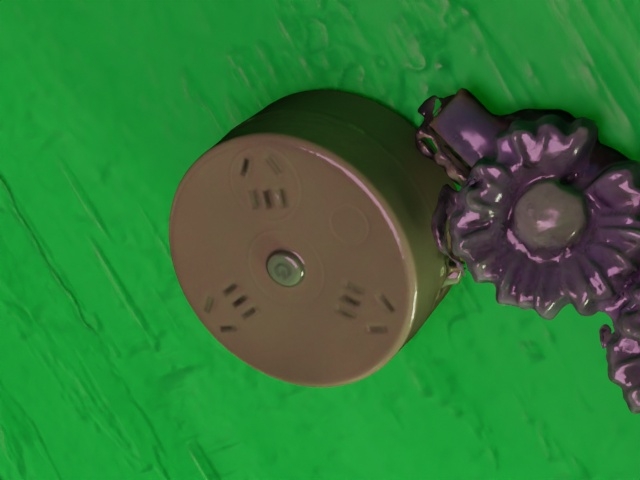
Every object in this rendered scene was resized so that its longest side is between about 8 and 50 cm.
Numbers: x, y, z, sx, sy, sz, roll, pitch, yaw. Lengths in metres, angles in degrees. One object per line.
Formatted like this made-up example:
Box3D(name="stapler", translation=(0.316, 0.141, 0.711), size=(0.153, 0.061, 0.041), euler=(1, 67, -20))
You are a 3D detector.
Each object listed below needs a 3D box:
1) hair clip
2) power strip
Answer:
Box3D(name="hair clip", translation=(0.160, 0.024, 0.766), size=(0.292, 0.084, 0.106), euler=(42, 101, 7))
Box3D(name="power strip", translation=(0.000, 0.000, 0.839), size=(0.154, 0.078, 0.154), euler=(13, 120, 24))
